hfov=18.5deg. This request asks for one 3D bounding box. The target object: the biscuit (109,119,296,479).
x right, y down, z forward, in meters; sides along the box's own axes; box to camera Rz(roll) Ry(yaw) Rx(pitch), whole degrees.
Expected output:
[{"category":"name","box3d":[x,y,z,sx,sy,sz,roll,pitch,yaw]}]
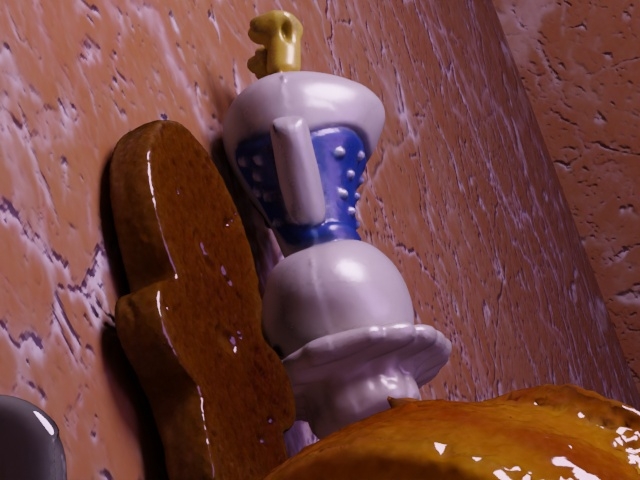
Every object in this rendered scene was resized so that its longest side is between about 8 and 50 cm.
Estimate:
[{"category":"biscuit","box3d":[-0.063,0.047,1.035,0.180,0.039,0.236,39,36,-60]}]

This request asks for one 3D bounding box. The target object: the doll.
[{"category":"doll","box3d":[0.000,0.000,1.186,0.138,0.119,0.293,79,-3,-65]}]

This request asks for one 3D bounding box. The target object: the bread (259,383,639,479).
[{"category":"bread","box3d":[0.072,0.220,0.885,0.172,0.312,0.312,3,70,-59]}]

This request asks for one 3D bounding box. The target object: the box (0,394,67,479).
[{"category":"box","box3d":[-0.136,0.117,0.491,0.093,0.172,0.124,78,6,-59]}]
